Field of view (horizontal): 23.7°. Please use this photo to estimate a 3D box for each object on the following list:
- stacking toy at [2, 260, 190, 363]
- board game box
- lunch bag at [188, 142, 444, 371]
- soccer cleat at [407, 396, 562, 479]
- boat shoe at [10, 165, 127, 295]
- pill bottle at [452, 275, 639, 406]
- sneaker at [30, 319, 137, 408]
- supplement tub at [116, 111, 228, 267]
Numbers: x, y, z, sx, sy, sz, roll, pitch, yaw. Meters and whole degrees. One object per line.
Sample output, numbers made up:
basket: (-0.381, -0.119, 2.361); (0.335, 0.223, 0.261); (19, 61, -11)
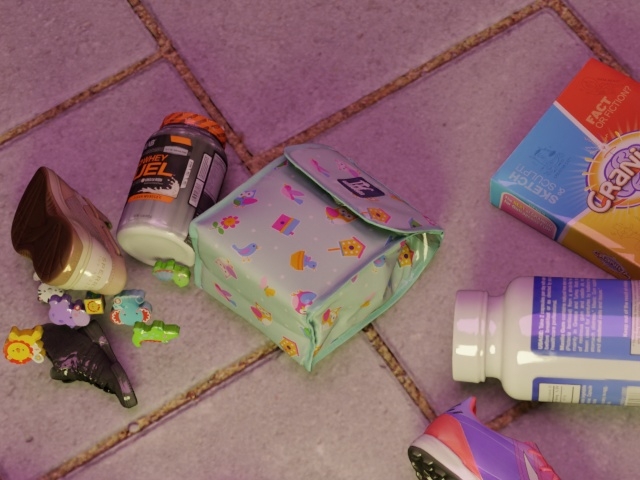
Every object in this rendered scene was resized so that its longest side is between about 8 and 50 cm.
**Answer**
stacking toy: (-0.278, 0.090, 1.933); (0.221, 0.052, 0.167); (-3, 29, 4)
board game box: (0.416, -0.070, 1.978); (0.316, 0.064, 0.242); (32, 69, 22)
lunch bag: (0.000, 0.000, 1.939); (0.223, 0.160, 0.262); (36, 59, 27)
soccer cleat: (0.252, 0.302, 1.767); (0.318, 0.109, 0.116); (35, 66, 25)
boat shoe: (-0.325, -0.007, 1.978); (0.109, 0.098, 0.302); (-62, 29, 9)
pill bottle: (0.297, 0.119, 1.836); (0.272, 0.152, 0.152); (3, 61, 8)
sneaker: (-0.303, 0.163, 1.942); (0.089, 0.051, 0.170); (-26, 55, -12)
supplement tub: (-0.191, -0.068, 2.020); (0.117, 0.117, 0.190); (8, 61, 11)
